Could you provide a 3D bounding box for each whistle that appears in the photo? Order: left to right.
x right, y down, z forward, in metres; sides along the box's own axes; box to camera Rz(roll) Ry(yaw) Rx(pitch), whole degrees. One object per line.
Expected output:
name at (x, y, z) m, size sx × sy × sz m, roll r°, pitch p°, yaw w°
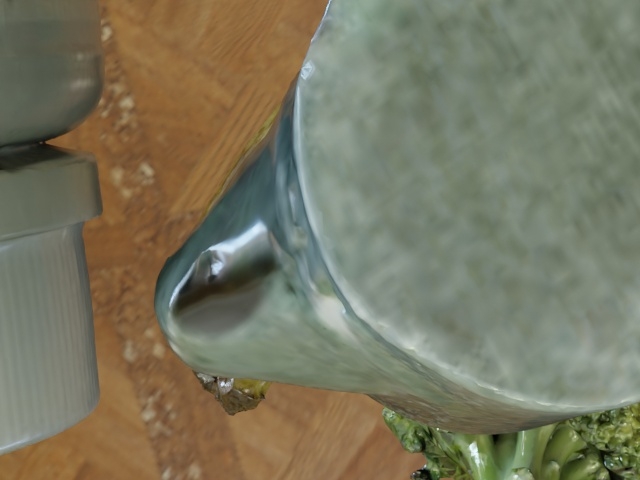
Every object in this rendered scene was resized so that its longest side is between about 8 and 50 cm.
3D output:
whistle at (0.115, -0.083, 0.646) m, size 0.188 × 0.168 × 0.405 m, roll 34°, pitch 79°, yaw 1°

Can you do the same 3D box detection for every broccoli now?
broccoli at (0.164, 0.156, 1.247) m, size 0.198 × 0.176 × 0.226 m, roll -18°, pitch 87°, yaw 36°

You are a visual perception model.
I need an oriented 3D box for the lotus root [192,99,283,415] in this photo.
lotus root at (0.000, 0.000, 1.043) m, size 0.145 × 0.128 × 0.260 m, roll 33°, pitch 103°, yaw -3°

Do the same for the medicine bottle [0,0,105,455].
medicine bottle at (-0.210, -0.065, 0.683) m, size 0.245 × 0.245 × 0.306 m, roll -5°, pitch 96°, yaw 17°
